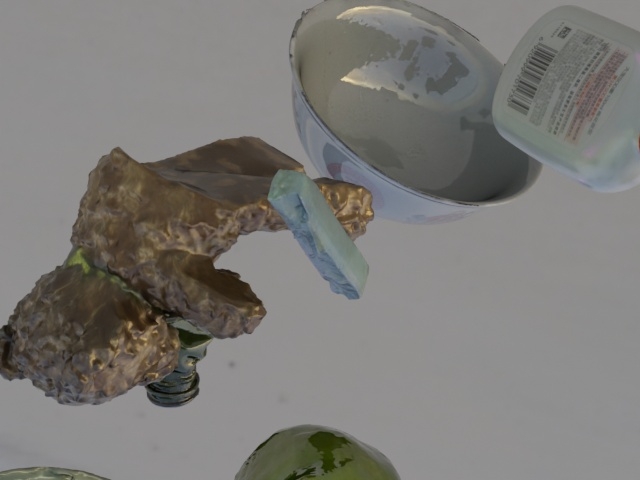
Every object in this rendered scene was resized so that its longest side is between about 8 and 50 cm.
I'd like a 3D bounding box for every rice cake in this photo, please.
[{"bbox_3d":[0.000,0.000,1.356,0.030,0.042,0.180,5,155,22],"label":"rice cake"}]

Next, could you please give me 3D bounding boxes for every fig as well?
[{"bbox_3d":[-0.004,0.270,1.687,0.206,0.206,0.275,4,160,3],"label":"fig"}]

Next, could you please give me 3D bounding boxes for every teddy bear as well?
[{"bbox_3d":[-0.116,0.033,1.488,0.296,0.222,0.246,0,-164,-38],"label":"teddy bear"}]

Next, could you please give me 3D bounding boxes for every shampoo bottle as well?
[{"bbox_3d":[0.194,-0.085,1.121,0.051,0.108,0.221,27,-173,-31],"label":"shampoo bottle"}]

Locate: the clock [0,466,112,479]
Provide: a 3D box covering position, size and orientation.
[{"bbox_3d":[-0.131,0.228,0.888,0.236,0.236,0.053,11,155,-30],"label":"clock"}]

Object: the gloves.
[{"bbox_3d":[-0.205,0.108,2.198,0.135,0.107,0.268,-1,140,2],"label":"gloves"}]

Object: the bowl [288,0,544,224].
[{"bbox_3d":[0.090,-0.127,2.081,0.345,0.345,0.157,10,137,-25],"label":"bowl"}]
